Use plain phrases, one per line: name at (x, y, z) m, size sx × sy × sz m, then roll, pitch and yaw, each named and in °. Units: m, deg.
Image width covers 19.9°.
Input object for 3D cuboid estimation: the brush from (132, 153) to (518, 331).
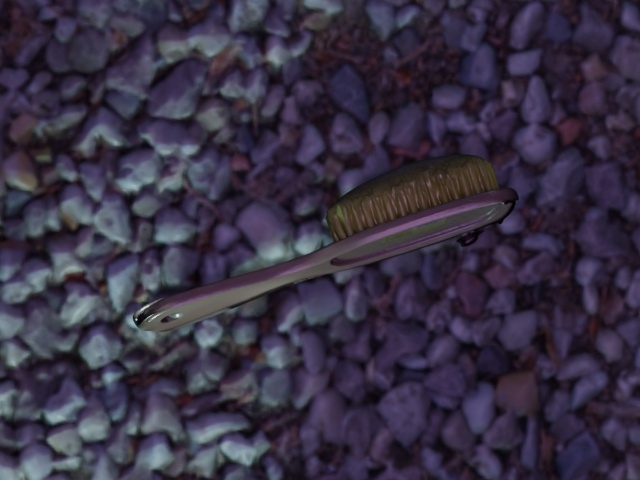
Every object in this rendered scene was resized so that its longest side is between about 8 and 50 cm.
brush at (0.000, -0.001, 1.413) m, size 0.313 × 0.072 × 0.067 m, roll -19°, pitch 69°, yaw -5°
